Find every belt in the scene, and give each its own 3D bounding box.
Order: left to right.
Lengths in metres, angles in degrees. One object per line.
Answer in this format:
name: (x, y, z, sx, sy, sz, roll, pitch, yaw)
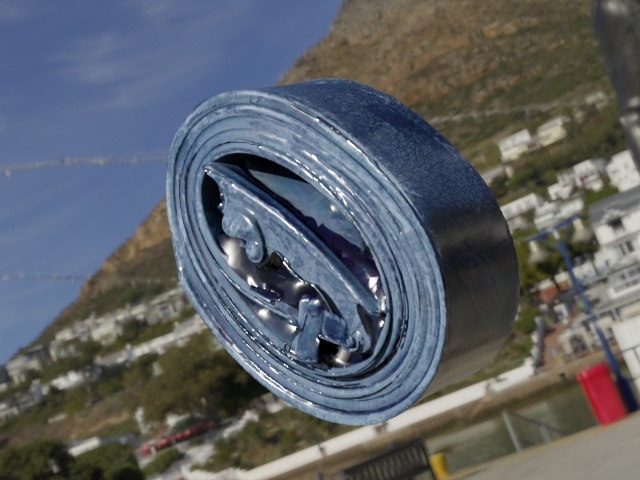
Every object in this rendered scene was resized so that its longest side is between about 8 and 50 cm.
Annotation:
belt: (0.000, 0.000, 0.485, 0.082, 0.190, 0.141, -15, -40, -48)
